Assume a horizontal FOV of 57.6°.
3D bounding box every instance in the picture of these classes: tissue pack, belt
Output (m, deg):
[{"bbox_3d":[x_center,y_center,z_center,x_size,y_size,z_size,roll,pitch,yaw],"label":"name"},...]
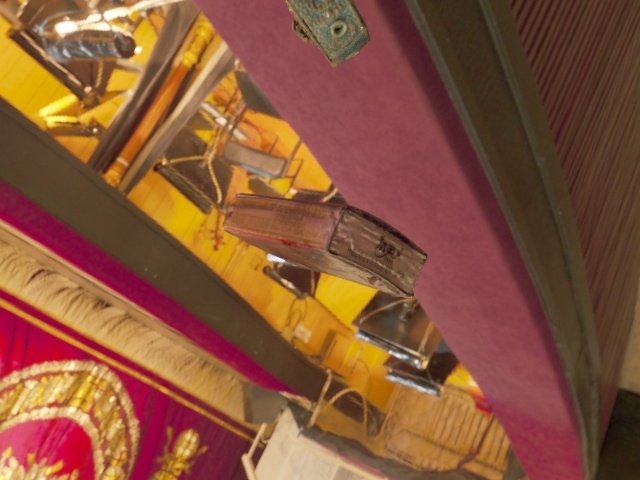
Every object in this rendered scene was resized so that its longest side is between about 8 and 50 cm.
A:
[{"bbox_3d":[0.000,0.000,0.513,0.112,0.051,0.156,27,170,-39],"label":"tissue pack"},{"bbox_3d":[0.000,-0.298,0.763,0.163,0.082,0.147,40,-162,-49],"label":"belt"}]
